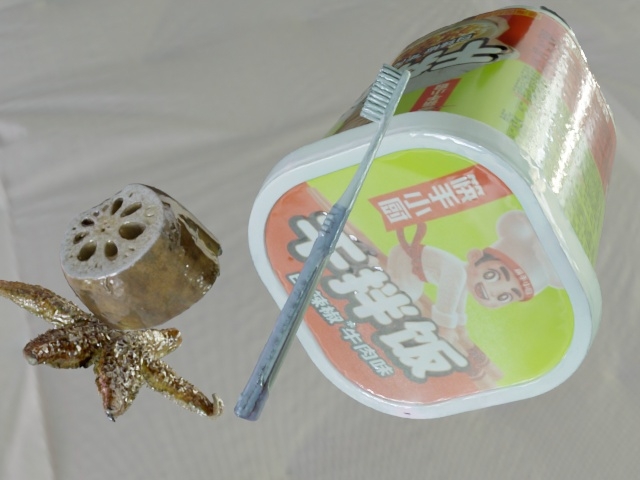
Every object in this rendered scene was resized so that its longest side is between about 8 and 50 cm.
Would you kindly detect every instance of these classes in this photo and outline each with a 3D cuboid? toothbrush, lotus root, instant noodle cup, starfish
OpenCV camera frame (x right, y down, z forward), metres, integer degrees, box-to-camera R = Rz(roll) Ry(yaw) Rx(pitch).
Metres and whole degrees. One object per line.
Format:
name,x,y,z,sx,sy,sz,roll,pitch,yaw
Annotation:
toothbrush,0.000,0.000,0.817,0.019,0.219,0.016,24,177,0
lotus root,-0.150,0.015,1.188,0.122,0.081,0.112,-30,-134,9
instant noodle cup,0.124,-0.046,1.254,0.294,0.294,0.308,2,-146,21
starfish,-0.192,0.094,1.265,0.240,0.043,0.227,29,-171,3
